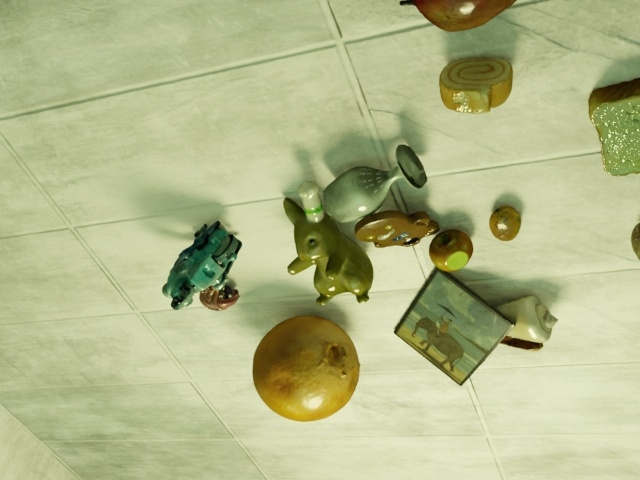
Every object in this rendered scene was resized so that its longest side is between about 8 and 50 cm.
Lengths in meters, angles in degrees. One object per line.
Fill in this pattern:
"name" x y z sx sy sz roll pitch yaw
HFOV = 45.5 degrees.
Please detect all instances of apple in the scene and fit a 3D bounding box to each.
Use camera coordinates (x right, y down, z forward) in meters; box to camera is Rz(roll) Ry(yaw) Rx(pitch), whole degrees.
"apple" 0.337 0.026 1.963 0.114 0.099 0.102 -36 129 7

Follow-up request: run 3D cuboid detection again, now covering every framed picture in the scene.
"framed picture" 0.369 0.250 2.172 0.265 0.016 0.347 39 138 12

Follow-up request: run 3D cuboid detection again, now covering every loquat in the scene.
"loquat" -0.044 0.384 2.290 0.328 0.328 0.328 8 137 8

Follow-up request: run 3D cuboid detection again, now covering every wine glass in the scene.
"wine glass" 0.126 -0.132 1.835 0.241 0.126 0.126 -26 124 33

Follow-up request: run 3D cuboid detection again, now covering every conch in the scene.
"conch" 0.546 0.216 2.113 0.255 0.127 0.158 7 146 48

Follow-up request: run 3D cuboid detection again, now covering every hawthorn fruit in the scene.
"hawthorn fruit" 0.245 -0.483 1.387 0.208 0.208 0.248 39 147 -24

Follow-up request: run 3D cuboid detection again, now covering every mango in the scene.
"mango" 0.459 -0.039 1.891 0.078 0.057 0.114 -7 142 17

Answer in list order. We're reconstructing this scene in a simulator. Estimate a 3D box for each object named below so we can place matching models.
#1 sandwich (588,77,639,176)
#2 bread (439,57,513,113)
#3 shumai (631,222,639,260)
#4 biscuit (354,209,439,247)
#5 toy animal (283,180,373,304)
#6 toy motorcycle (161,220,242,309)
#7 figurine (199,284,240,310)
"sandwich" 0.674 -0.240 1.607 0.186 0.065 0.215 -9 132 25
"bread" 0.322 -0.318 1.583 0.149 0.122 0.073 3 140 15
"shumai" 0.844 0.049 1.774 0.218 0.185 0.184 37 133 -23
"biscuit" 0.189 -0.025 1.919 0.236 0.039 0.180 10 149 -38
"toy animal" -0.004 0.019 1.984 0.181 0.180 0.363 -3 140 46
"toy motorcycle" -0.334 0.071 2.099 0.154 0.260 0.206 45 171 -28
"figurine" -0.313 0.141 2.259 0.114 0.126 0.157 -33 134 -12
